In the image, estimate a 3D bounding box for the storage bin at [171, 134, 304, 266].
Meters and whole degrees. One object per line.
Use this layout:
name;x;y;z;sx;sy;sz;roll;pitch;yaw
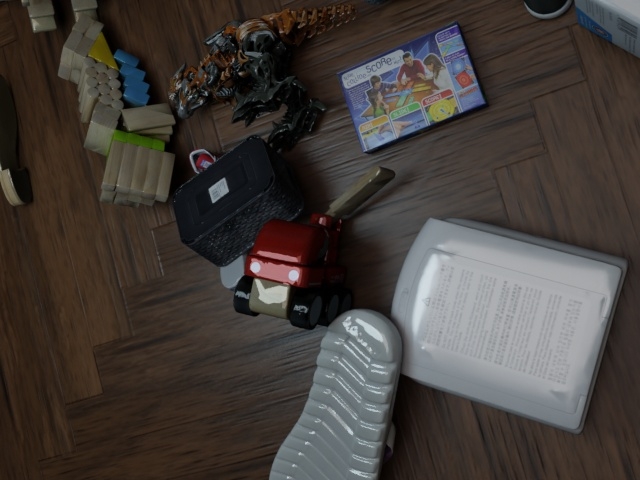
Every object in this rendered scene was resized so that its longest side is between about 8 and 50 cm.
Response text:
storage bin;-0.129;-0.060;1.381;0.180;0.084;0.122;-33;49;15

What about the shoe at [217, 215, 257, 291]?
shoe;-0.118;0.014;1.445;0.063;0.081;0.178;-26;51;27

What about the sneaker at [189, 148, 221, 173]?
sneaker;-0.159;-0.115;1.457;0.118;0.067;0.042;25;97;18

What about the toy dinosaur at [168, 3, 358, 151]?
toy dinosaur;-0.097;-0.276;1.405;0.322;0.164;0.218;-39;59;36

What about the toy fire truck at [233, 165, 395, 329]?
toy fire truck;0.000;0.000;1.320;0.158;0.217;0.246;11;92;20

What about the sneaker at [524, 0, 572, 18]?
sneaker;0.319;-0.475;1.257;0.104;0.147;0.296;2;88;21

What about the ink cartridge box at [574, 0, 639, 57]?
ink cartridge box;0.499;-0.322;1.163;0.270;0.198;0.197;35;99;16

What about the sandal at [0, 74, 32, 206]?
sandal;-0.586;-0.173;1.598;0.079;0.088;0.240;-14;89;13

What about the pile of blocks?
pile of blocks;-0.341;-0.204;1.519;0.112;0.149;0.362;-49;57;56

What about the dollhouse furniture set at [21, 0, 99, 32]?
dollhouse furniture set;-0.384;-0.474;1.465;0.259;0.262;0.135;-14;81;-15

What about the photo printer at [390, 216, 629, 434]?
photo printer;0.255;0.110;1.285;0.307;0.107;0.256;15;94;20

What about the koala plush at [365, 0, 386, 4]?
koala plush;0.085;-0.490;1.322;0.203;0.196;0.221;-38;81;25

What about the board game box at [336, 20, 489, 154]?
board game box;0.139;-0.231;1.372;0.201;0.035;0.136;-20;82;18

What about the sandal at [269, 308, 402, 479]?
sandal;0.044;0.293;1.354;0.169;0.102;0.416;30;114;25
